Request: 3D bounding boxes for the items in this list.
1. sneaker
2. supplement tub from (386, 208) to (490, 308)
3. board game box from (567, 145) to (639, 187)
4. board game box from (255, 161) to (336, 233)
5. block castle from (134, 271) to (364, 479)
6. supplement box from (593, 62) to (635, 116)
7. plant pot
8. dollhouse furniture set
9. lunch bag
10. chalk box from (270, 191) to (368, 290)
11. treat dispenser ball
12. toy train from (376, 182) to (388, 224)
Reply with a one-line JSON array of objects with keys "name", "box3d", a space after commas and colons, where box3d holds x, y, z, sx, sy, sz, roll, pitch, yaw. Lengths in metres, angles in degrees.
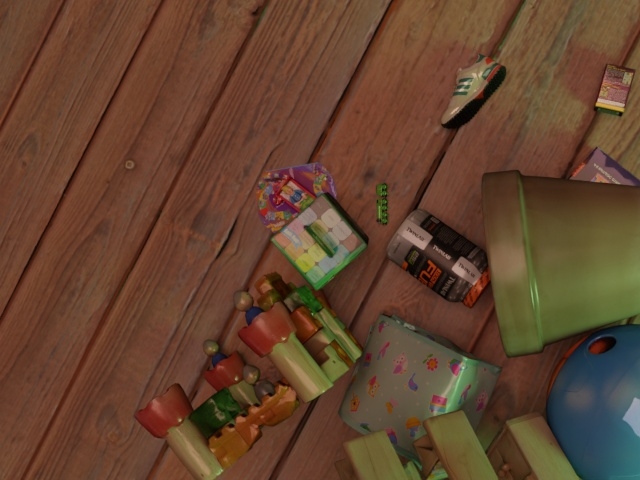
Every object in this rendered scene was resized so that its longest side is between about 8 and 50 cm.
[{"name": "sneaker", "box3d": [0.279, -0.288, 1.693, 0.161, 0.057, 0.075, -48, 60, 7]}, {"name": "supplement tub", "box3d": [0.228, 0.036, 1.639, 0.190, 0.117, 0.117, 36, 94, 14]}, {"name": "board game box", "box3d": [0.524, -0.064, 1.614, 0.170, 0.048, 0.141, 42, 96, 13]}, {"name": "board game box", "box3d": [-0.053, -0.085, 1.758, 0.169, 0.033, 0.133, -8, 83, 13]}, {"name": "block castle", "box3d": [-0.115, 0.213, 1.536, 0.303, 0.453, 0.213, -39, 85, 8]}, {"name": "supplement box", "box3d": [0.543, -0.278, 1.629, 0.055, 0.043, 0.083, 17, 90, 14]}, {"name": "plant pot", "box3d": [0.433, 0.025, 1.482, 0.280, 0.323, 0.323, -7, 84, 14]}, {"name": "dollhouse furniture set", "box3d": [0.217, 0.462, 1.379, 0.394, 0.362, 0.256, -11, 53, -21]}, {"name": "lunch bag", "box3d": [0.164, 0.271, 1.611, 0.262, 0.160, 0.223, 23, 91, 45]}, {"name": "chalk box", "box3d": [0.000, 0.000, 1.634, 0.132, 0.213, 0.132, -41, 90, 6]}, {"name": "treat dispenser ball", "box3d": [0.522, 0.283, 1.462, 0.288, 0.288, 0.288, -1, 85, 13]}, {"name": "toy train", "box3d": [0.120, -0.071, 1.725, 0.024, 0.017, 0.083, -2, 85, 23]}]
